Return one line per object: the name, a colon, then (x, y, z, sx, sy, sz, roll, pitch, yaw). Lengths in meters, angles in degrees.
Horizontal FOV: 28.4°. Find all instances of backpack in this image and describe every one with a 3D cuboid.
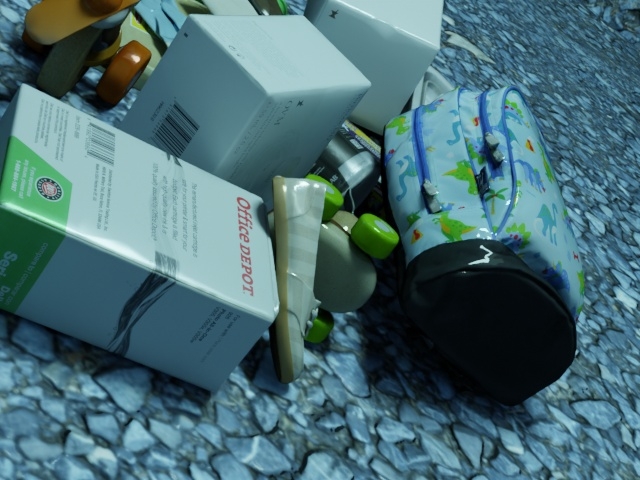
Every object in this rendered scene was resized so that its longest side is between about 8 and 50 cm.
backpack: (0.194, -0.026, 1.572, 0.290, 0.273, 0.355, 44, 14, -40)

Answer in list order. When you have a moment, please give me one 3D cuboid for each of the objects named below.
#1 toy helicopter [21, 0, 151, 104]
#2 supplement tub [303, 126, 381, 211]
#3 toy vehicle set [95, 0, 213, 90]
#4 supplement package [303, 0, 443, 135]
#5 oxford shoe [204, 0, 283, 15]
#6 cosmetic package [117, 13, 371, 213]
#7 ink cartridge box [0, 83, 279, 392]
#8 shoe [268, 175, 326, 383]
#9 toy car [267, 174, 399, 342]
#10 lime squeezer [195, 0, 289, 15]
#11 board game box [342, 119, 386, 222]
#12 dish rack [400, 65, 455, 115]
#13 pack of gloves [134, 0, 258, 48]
toy helicopter: (-0.218, -0.314, 1.446, 0.140, 0.355, 0.235, 36, 11, -5)
supplement tub: (-0.023, -0.117, 1.636, 0.190, 0.117, 0.117, 46, 29, 13)
toy vehicle set: (-0.223, -0.279, 1.729, 0.166, 0.035, 0.267, 25, 30, -23)
supplement package: (0.071, -0.327, 1.898, 0.177, 0.175, 0.293, 24, 37, -9)
oxford shoe: (-0.118, -0.365, 1.896, 0.227, 0.083, 0.096, 60, 29, -11)
cosmetic package: (-0.096, -0.134, 1.459, 0.138, 0.224, 0.224, 46, 29, 16)
ink cartridge box: (-0.198, 0.000, 1.249, 0.289, 0.121, 0.211, 26, 30, -23)
shoe: (-0.023, 0.042, 1.325, 0.058, 0.219, 0.076, 0, 2, -7)
toy car: (0.000, 0.000, 1.466, 0.149, 0.155, 0.188, 35, 18, -7)
lime squeezer: (-0.095, -0.359, 1.978, 0.310, 0.059, 0.110, 15, 35, -38)
board game box: (0.045, -0.103, 1.769, 0.170, 0.048, 0.141, 40, 26, 2)
dish rack: (0.232, -0.094, 1.885, 0.333, 0.072, 0.285, 43, 27, -16)
pack of gloves: (-0.150, -0.268, 1.733, 0.195, 0.046, 0.232, -7, 49, -37)
